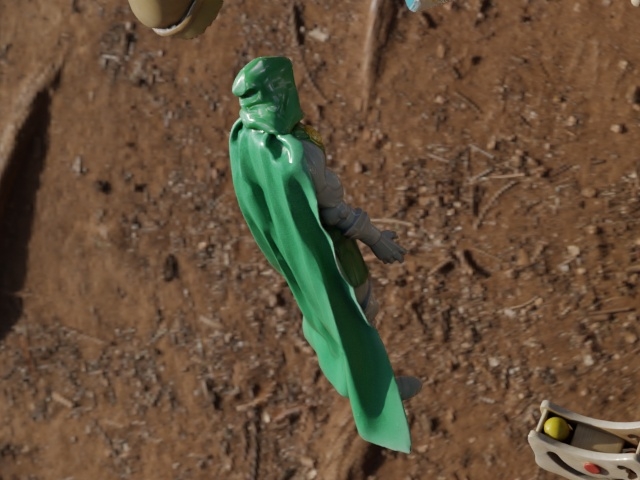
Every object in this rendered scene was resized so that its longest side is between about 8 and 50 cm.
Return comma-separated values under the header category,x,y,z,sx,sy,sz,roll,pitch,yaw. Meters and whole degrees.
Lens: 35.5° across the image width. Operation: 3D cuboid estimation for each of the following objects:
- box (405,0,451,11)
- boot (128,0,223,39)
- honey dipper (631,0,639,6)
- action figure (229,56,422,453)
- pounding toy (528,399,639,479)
category,x,y,z,sx,sy,sz,roll,pitch,yaw
box,0.142,-0.152,0.334,0.244,0.100,0.060,-19,90,-7
boot,-0.173,-0.206,0.564,0.236,0.270,0.089,155,119,-63
honey dipper,0.412,-0.270,1.081,0.161,0.030,0.030,4,95,42
action figure,0.000,0.000,0.569,0.137,0.063,0.232,37,153,50
pounding toy,0.471,0.381,1.651,0.270,0.154,0.154,21,146,17
